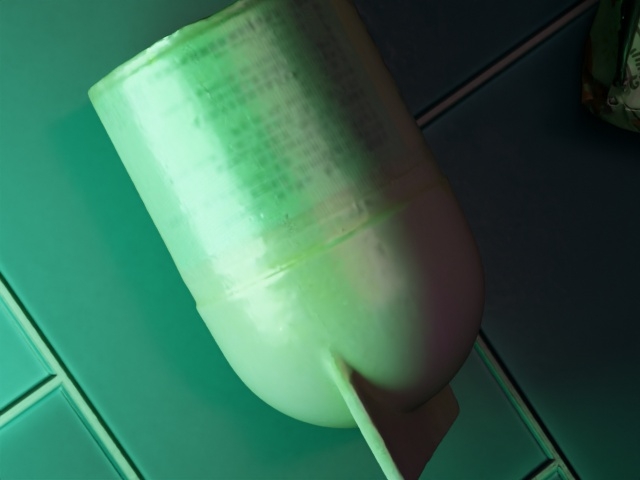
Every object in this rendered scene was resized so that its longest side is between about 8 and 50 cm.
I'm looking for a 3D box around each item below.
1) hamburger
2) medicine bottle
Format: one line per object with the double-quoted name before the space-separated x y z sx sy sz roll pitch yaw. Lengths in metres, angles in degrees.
"hamburger" 0.360 -0.197 1.675 0.214 0.125 0.235 10 86 -22
"medicine bottle" 0.000 0.000 1.486 0.235 0.236 0.406 -29 94 -17
